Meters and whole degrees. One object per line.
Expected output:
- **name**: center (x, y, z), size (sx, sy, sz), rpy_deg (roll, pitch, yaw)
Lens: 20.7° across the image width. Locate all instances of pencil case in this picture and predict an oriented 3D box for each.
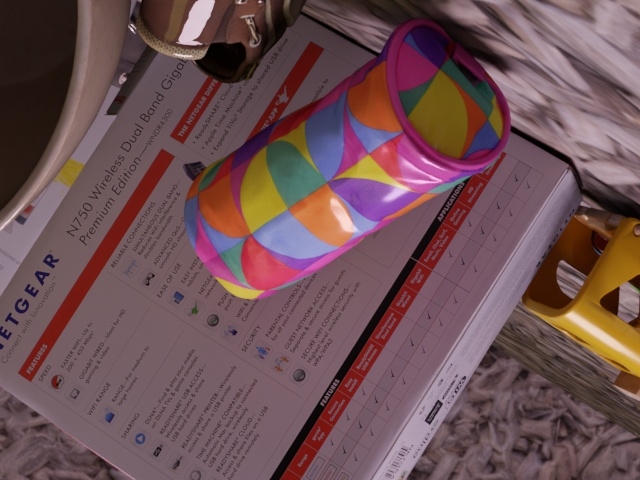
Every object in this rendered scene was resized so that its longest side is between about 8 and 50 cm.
- **pencil case**: center (0.010, -0.046, 1.058), size (0.104, 0.104, 0.236), rpy_deg (33, 144, -23)

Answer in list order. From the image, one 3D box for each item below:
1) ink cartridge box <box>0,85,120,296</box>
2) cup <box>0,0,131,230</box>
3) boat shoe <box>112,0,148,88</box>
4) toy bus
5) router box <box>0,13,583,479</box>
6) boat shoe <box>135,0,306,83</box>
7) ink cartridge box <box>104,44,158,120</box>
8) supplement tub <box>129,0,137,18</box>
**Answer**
- **ink cartridge box**: center (-0.262, -0.038, 1.981), size (0.160, 0.385, 0.279), rpy_deg (34, 178, 23)
- **cup**: center (-0.244, -0.159, 1.034), size (0.331, 0.331, 0.237), rpy_deg (32, -161, 6)
- **boat shoe**: center (-0.167, -0.165, 1.686), size (0.112, 0.095, 0.335), rpy_deg (31, 176, 16)
- **toy bus**: center (0.239, 0.061, 1.215), size (0.202, 0.104, 0.191), rpy_deg (31, 177, 28)
- **router box**: center (-0.034, 0.024, 1.214), size (0.301, 0.335, 0.082), rpy_deg (32, 177, 19)
- **boat shoe**: center (-0.063, -0.146, 1.010), size (0.095, 0.095, 0.257), rpy_deg (31, 177, 14)
- **ink cartridge box**: center (-0.115, -0.137, 1.384), size (0.052, 0.122, 0.088), rpy_deg (33, 177, -14)
- **supplement tub**: center (-0.222, -0.206, 1.209), size (0.190, 0.117, 0.117), rpy_deg (23, 176, 6)
